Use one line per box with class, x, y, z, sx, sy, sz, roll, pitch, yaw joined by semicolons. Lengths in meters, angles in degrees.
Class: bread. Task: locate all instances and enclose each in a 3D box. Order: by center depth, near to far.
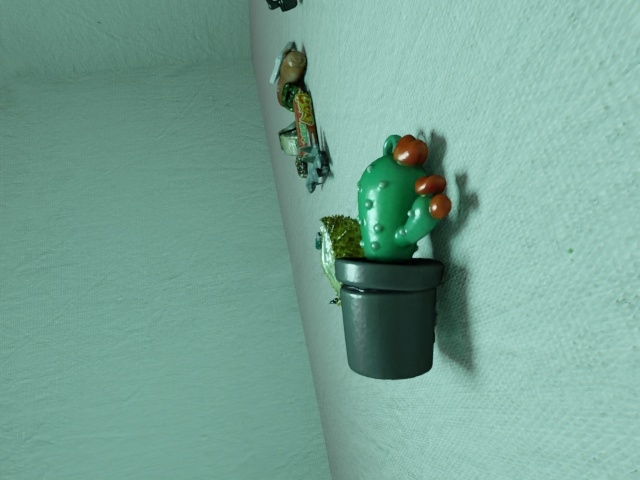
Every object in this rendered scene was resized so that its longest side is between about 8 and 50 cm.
bread;-0.074;-0.317;1.928;0.082;0.060;0.113;-133;33;-69

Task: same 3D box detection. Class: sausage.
sausage;-0.057;-0.429;1.675;0.083;0.083;0.264;168;94;-80
sausage;-0.124;-0.633;1.822;0.419;0.094;0.094;162;118;-81

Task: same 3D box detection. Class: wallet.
wallet;-0.154;-0.713;1.822;0.124;0.031;0.183;119;172;-47

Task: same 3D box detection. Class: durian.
durian;0.078;0.052;1.150;0.193;0.137;0.237;-125;30;-62

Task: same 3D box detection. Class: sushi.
sushi;-0.119;-0.390;1.820;0.273;0.109;0.134;-89;-4;-54

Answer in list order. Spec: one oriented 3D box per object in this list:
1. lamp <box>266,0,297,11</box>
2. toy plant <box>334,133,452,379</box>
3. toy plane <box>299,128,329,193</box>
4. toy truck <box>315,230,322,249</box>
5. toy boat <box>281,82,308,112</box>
lamp;-0.174;-0.963;1.464;0.374;0.205;0.272;64;174;2
toy plant;0.118;0.018;0.790;0.279;0.185;0.401;-19;-71;-79
toy plane;-0.016;-0.241;1.615;0.267;0.088;0.212;82;176;-64
toy truck;0.000;0.000;1.838;0.083;0.044;0.039;91;163;-47
toy boat;-0.104;-0.556;1.790;0.210;0.104;0.052;160;133;-78
